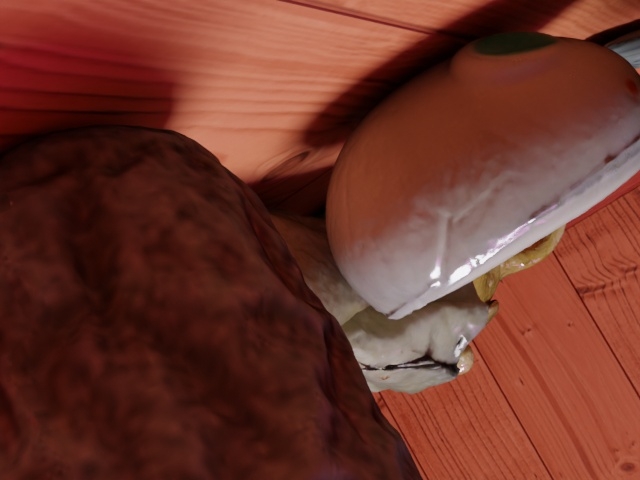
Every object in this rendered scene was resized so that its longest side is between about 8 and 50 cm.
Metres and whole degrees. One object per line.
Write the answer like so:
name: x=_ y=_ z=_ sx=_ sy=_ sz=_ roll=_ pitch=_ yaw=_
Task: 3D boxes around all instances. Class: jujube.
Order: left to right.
jujube: x=-0.078 y=0.100 z=0.592 sx=0.226 sy=0.317 sz=0.226 roll=-26 pitch=158 yaw=-12

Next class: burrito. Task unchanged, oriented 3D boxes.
burrito: x=-0.032 y=0.043 z=0.944 sx=0.190 sy=0.135 sz=0.332 roll=-1 pitch=174 yaw=37

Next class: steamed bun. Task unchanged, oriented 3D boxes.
steamed bun: x=0.101 y=-0.054 z=0.840 sx=0.228 sy=0.131 sz=0.177 roll=-34 pitch=179 yaw=8

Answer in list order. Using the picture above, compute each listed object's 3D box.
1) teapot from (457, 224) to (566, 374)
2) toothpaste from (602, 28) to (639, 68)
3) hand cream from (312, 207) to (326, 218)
teapot: x=0.102 y=0.046 z=1.219 sx=0.311 sy=0.167 sz=0.203 roll=-33 pitch=179 yaw=-5
toothpaste: x=0.294 y=-0.169 z=1.106 sx=0.255 sy=0.037 sz=0.067 roll=-20 pitch=173 yaw=-33
hand cream: x=0.000 y=0.000 z=1.111 sx=0.175 sy=0.046 sz=0.095 roll=-40 pitch=167 yaw=20
